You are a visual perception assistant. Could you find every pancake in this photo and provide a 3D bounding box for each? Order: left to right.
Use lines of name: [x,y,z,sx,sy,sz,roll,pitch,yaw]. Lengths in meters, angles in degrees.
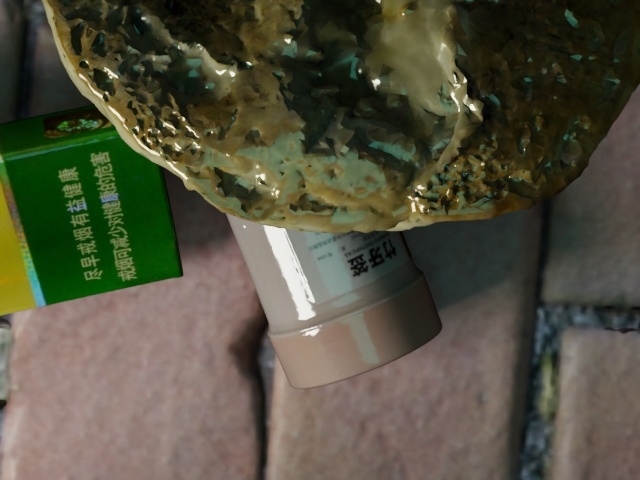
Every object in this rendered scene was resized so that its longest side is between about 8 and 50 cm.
pancake: [0.021,-0.180,1.015,0.386,0.082,0.387,2,73,-5]

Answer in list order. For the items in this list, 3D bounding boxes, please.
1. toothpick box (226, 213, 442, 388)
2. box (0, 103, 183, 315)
toothpick box: [0.000,0.000,1.060,0.098,0.098,0.149,-22,96,-4]
box: [-0.202,-0.006,1.033,0.235,0.034,0.132,-13,139,-5]
